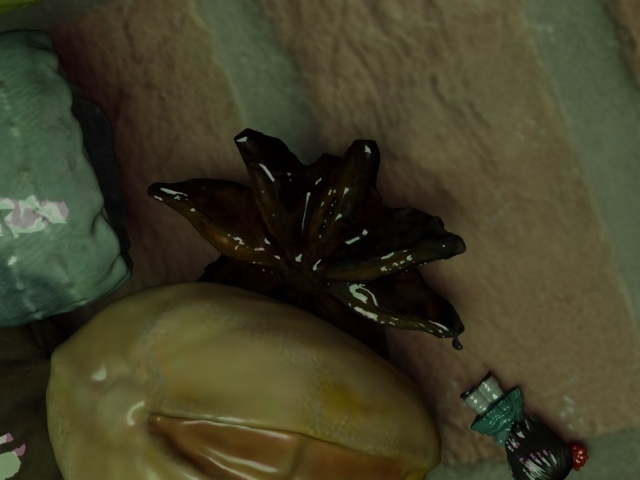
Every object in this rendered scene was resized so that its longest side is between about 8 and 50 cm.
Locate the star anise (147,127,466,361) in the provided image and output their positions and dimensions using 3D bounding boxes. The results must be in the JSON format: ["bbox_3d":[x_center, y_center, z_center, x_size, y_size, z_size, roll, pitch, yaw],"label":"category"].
[{"bbox_3d":[0.000,0.000,1.291,0.272,0.102,0.272,14,135,15],"label":"star anise"}]

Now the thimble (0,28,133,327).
[{"bbox_3d":[-0.238,-0.048,1.245,0.172,0.250,0.205,-17,127,-4],"label":"thimble"}]

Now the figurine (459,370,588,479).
[{"bbox_3d":[0.159,0.150,1.318,0.060,0.047,0.106,-39,86,-16],"label":"figurine"}]

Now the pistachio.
[{"bbox_3d":[-0.058,0.150,1.255,0.309,0.230,0.230,23,111,-21],"label":"pistachio"}]

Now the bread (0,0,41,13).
[{"bbox_3d":[-0.215,-0.311,1.120,0.308,0.348,0.348,-20,100,22],"label":"bread"}]

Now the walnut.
[{"bbox_3d":[-0.272,0.154,1.334,0.224,0.224,0.224,3,106,12],"label":"walnut"}]
